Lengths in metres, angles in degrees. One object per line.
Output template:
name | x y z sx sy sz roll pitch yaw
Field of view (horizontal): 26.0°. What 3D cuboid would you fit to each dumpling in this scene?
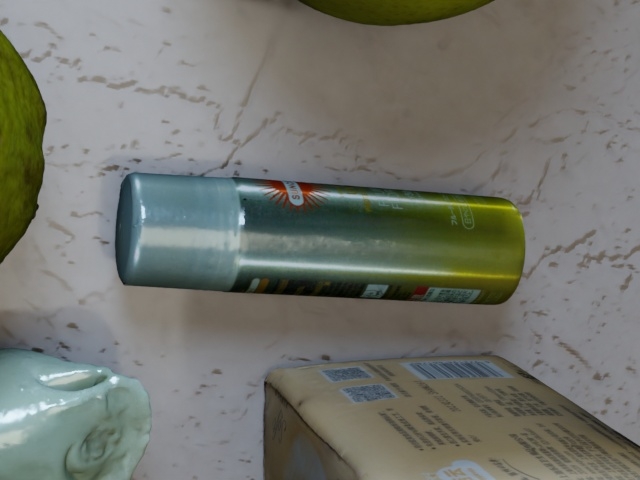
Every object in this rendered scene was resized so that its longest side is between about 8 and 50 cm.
dumpling | -0.219 0.137 0.947 0.219 0.152 0.108 -12 62 1

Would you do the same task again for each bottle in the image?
bottle | 0.000 0.000 0.984 0.286 0.082 0.082 3 101 -18

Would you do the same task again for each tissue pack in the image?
tissue pack | 0.095 0.221 0.942 0.239 0.305 0.238 -4 102 -17

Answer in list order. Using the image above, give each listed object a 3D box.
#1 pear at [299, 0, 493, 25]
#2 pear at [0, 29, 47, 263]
pear | 0.056 -0.268 0.847 0.294 0.294 0.294 -4 103 -16
pear | -0.305 -0.068 0.784 0.375 0.287 0.287 22 95 -47
